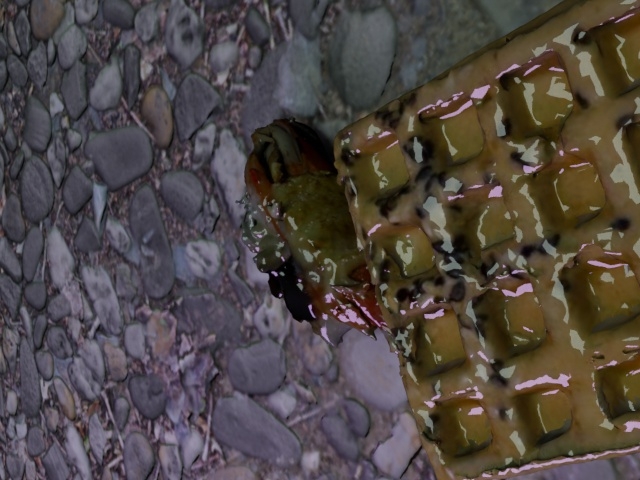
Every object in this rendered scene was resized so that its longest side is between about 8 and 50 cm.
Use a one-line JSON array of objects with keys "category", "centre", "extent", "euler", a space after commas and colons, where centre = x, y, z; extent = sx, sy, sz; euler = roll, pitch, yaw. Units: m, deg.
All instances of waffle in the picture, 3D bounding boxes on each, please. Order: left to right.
[{"category": "waffle", "centre": [0.190, -0.011, 0.450], "extent": [0.376, 0.114, 0.261], "euler": [-25, 80, 42]}]

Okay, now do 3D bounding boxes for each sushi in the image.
[{"category": "sushi", "centre": [-0.002, 0.003, 0.638], "extent": [0.226, 0.097, 0.103], "euler": [53, 130, 28]}]
